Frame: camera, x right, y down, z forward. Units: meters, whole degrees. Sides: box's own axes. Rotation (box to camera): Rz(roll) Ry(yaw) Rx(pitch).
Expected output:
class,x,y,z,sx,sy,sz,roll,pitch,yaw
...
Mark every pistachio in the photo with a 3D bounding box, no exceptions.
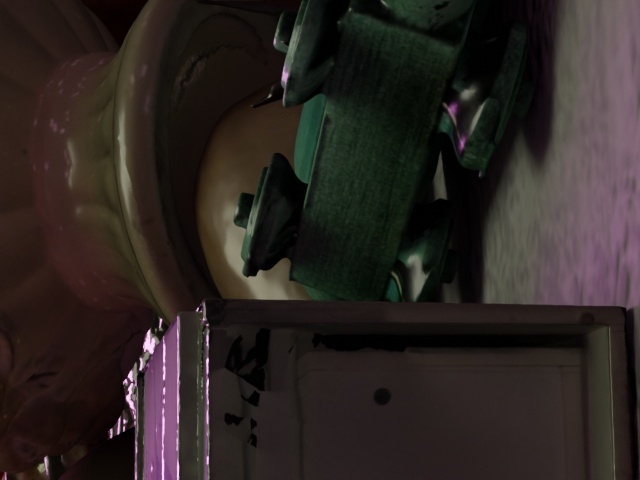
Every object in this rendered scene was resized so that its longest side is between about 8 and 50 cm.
class,x,y,z,sx,sy,sz,roll,pitch,yaw
pistachio,0.000,0.000,0.984,0.126,0.108,0.185,-39,49,34

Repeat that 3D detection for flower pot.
class,x,y,z,sx,sy,sz,roll,pitch,yaw
flower pot,-0.148,-0.024,1.113,0.307,0.244,0.307,27,-121,-60

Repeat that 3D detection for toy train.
class,x,y,z,sx,sy,sz,roll,pitch,yaw
toy train,0.031,-0.072,0.826,0.248,0.101,0.159,105,179,-60

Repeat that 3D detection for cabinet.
class,x,y,z,sx,sy,sz,roll,pitch,yaw
cabinet,0.011,0.106,0.698,0.206,0.150,0.145,130,140,-77

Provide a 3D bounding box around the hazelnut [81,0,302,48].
class,x,y,z,sx,sy,sz,roll,pitch,yaw
hazelnut,-0.168,-0.146,1.409,0.315,0.372,0.372,13,105,46

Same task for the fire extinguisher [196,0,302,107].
class,x,y,z,sx,sy,sz,roll,pitch,yaw
fire extinguisher,0.001,-0.181,0.965,0.075,0.106,0.252,43,-136,-68

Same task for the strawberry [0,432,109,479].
class,x,y,z,sx,sy,sz,roll,pitch,yaw
strawberry,-0.191,0.120,1.859,0.351,0.267,0.312,-6,-53,-61

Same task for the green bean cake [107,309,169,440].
class,x,y,z,sx,sy,sz,roll,pitch,yaw
green bean cake,-0.096,0.113,1.584,0.255,0.132,0.241,-128,43,-78

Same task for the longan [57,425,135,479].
class,x,y,z,sx,sy,sz,roll,pitch,yaw
longan,-0.080,0.220,1.135,0.248,0.248,0.248,-179,90,-82
